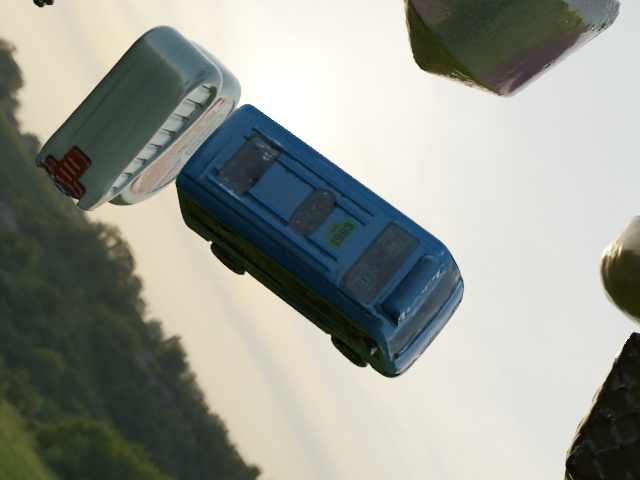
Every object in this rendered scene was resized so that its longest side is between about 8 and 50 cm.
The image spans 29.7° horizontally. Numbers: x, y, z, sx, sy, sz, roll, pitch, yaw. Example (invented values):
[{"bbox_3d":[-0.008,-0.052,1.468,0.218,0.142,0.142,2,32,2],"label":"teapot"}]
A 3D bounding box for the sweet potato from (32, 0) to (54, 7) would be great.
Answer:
[{"bbox_3d":[-0.340,-0.472,1.686,0.131,0.336,0.131,14,-9,2],"label":"sweet potato"}]

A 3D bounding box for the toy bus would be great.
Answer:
[{"bbox_3d":[0.000,0.000,0.346,0.083,0.038,0.046,37,-15,15],"label":"toy bus"}]

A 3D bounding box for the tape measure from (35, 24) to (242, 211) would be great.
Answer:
[{"bbox_3d":[-0.244,-0.166,1.675,0.130,0.258,0.265,42,8,11],"label":"tape measure"}]

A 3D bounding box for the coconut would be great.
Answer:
[{"bbox_3d":[0.214,-0.294,1.480,0.233,0.245,0.233,44,27,-29],"label":"coconut"}]

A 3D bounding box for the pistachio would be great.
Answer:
[{"bbox_3d":[0.473,0.051,1.648,0.293,0.162,0.181,-130,-163,-84],"label":"pistachio"}]

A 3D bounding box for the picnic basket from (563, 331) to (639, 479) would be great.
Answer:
[{"bbox_3d":[0.464,0.286,1.515,0.291,0.254,0.321,26,-15,23],"label":"picnic basket"}]
